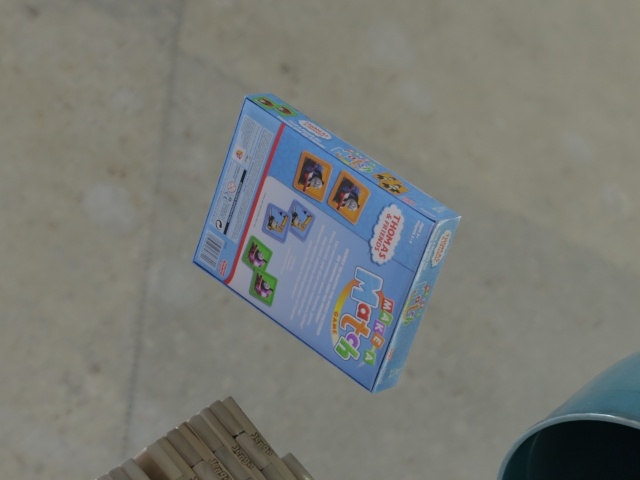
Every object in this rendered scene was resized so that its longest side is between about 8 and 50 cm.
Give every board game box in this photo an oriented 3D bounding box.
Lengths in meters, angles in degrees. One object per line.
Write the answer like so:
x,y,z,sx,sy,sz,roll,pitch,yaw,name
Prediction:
0.000,0.000,1.596,0.211,0.160,0.039,35,29,31,board game box

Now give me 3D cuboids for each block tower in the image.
-0.122,0.196,1.277,0.097,0.091,0.335,51,23,7,block tower

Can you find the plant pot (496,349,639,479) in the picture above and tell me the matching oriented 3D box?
0.333,0.203,1.734,0.271,0.272,0.255,50,47,1,plant pot
